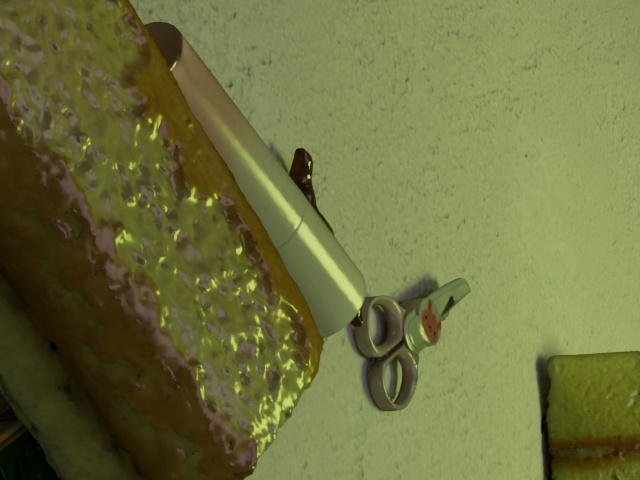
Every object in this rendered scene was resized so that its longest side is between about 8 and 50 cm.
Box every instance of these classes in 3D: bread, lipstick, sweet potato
[{"bbox_3d":[-0.156,-0.021,1.139,0.375,0.165,0.236,58,32,-18],"label":"bread"},{"bbox_3d":[-0.070,-0.041,1.421,0.327,0.087,0.087,52,37,-41],"label":"lipstick"},{"bbox_3d":[0.352,0.273,2.117,0.178,0.141,0.266,13,66,-45],"label":"bread"},{"bbox_3d":[0.000,0.001,1.595,0.044,0.044,0.179,-33,103,-61],"label":"sweet potato"}]

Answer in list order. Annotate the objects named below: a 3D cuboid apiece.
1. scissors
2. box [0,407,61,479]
[{"bbox_3d":[0.101,0.086,1.771,0.242,0.030,0.118,-36,112,-57],"label":"scissors"},{"bbox_3d":[-0.170,0.222,1.189,0.132,0.034,0.235,-38,113,-60],"label":"box"}]
